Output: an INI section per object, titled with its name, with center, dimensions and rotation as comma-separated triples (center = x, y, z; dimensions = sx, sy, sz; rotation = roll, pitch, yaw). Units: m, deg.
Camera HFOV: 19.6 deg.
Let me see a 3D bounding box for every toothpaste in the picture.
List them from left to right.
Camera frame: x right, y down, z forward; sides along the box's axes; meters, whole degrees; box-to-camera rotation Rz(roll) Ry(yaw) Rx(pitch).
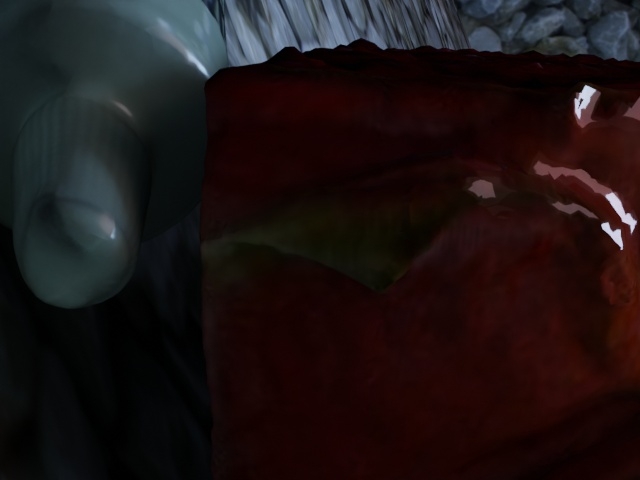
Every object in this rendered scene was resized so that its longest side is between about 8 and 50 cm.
[toothpaste]
center = -0.057, -0.103, 0.504
dimensions = 0.392, 0.061, 0.099
rotation = -96, 172, -56

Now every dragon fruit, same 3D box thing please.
[dragon fruit]
center = 0.068, 0.052, 0.496
dimensions = 0.317, 0.152, 0.205
rotation = -41, 135, -79
